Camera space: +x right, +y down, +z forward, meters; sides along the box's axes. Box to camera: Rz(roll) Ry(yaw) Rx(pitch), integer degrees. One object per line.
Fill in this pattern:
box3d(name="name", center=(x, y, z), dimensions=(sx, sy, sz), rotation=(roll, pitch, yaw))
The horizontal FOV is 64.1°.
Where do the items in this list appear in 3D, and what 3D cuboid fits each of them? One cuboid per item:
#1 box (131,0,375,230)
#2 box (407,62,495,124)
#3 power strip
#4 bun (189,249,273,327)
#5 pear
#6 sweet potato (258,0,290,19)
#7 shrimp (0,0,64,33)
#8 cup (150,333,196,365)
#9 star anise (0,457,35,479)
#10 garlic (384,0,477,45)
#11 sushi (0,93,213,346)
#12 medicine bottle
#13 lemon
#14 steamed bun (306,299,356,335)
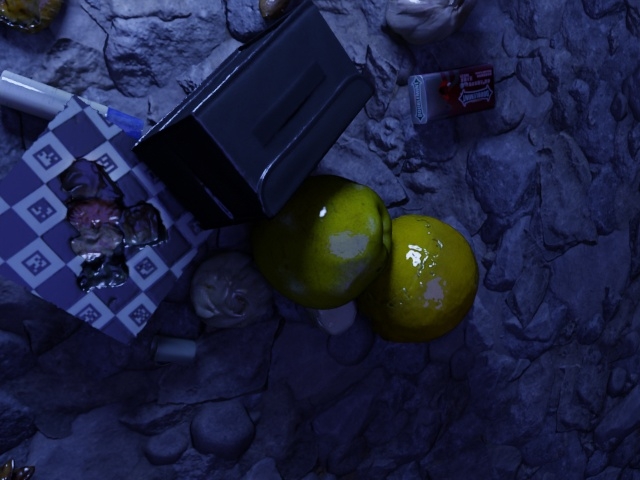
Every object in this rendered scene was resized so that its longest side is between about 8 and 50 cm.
box3d(name="box", center=(-0.119, -0.214, 0.919), dimensions=(0.204, 0.251, 0.345), rotation=(49, 60, -25))
box3d(name="box", center=(0.325, -0.363, 1.259), dimensions=(0.224, 0.069, 0.120), rotation=(-16, 108, -25))
box3d(name="power strip", center=(-0.399, -0.037, 0.978), dimensions=(0.216, 0.044, 0.137), rotation=(-35, 115, -16))
box3d(name="bun", center=(-0.182, 0.109, 1.088), dimensions=(0.184, 0.102, 0.183), rotation=(-5, 101, -27))
box3d(name="pear", center=(0.000, 0.000, 1.059), dimensions=(0.295, 0.294, 0.293), rotation=(-6, 104, -26))
box3d(name="sweet potato", center=(-0.093, -0.609, 0.978), dimensions=(0.114, 0.092, 0.341), rotation=(-13, 107, -7))
box3d(name="shrimp", center=(-0.464, -0.473, 0.837), dimensions=(0.117, 0.066, 0.261), rotation=(17, 91, -29))
box3d(name="cup", center=(-0.313, 0.239, 1.077), dimensions=(0.083, 0.055, 0.074), rotation=(15, 93, -31))
box3d(name="star anise", center=(-0.604, 0.506, 0.983), dimensions=(0.177, 0.073, 0.234), rotation=(-48, 125, 0))
box3d(name="garlic", center=(0.250, -0.541, 1.121), dimensions=(0.228, 0.152, 0.227), rotation=(-15, 132, -18))
box3d(name="sushi", center=(-0.396, -0.026, 0.927), dimensions=(0.339, 0.069, 0.319), rotation=(39, 74, -29))
box3d(name="medicine bottle", center=(-0.438, -0.228, 0.907), dimensions=(0.231, 0.059, 0.059), rotation=(17, 93, -28))
box3d(name="lemon", center=(0.221, 0.090, 1.188), dimensions=(0.298, 0.297, 0.296), rotation=(-6, 104, -26))
box3d(name="steamed bun", center=(0.026, 0.154, 1.207), dimensions=(0.113, 0.091, 0.129), rotation=(-38, 118, -10))
